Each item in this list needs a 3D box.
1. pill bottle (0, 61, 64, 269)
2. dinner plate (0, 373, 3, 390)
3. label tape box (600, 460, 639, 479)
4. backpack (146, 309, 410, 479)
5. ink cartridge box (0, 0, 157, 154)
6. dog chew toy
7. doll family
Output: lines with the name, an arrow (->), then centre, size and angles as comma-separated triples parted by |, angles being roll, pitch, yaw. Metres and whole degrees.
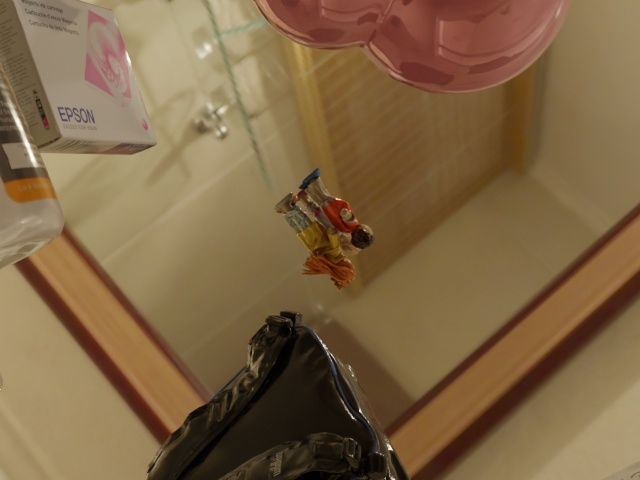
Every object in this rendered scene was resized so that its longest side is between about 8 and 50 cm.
pill bottle -> -0.284, -0.102, 0.658 | 0.278, 0.162, 0.162 | 67, -12, 0
dinner plate -> -0.326, 0.117, 0.839 | 0.141, 0.141, 0.017 | 34, -62, 54
label tape box -> 0.413, 0.333, 1.072 | 0.249, 0.348, 0.115 | 64, 1, -12
backpack -> -0.050, 0.261, 1.176 | 0.213, 0.263, 0.276 | 55, 3, -37
ink cartridge box -> -0.387, -0.291, 1.598 | 0.324, 0.071, 0.330 | -17, 88, -73
dog chew toy -> 0.031, -0.235, 0.841 | 0.332, 0.206, 0.206 | 10, -4, -13
doll family -> 0.000, 0.000, 1.623 | 0.163, 0.118, 0.263 | 49, -6, 1
